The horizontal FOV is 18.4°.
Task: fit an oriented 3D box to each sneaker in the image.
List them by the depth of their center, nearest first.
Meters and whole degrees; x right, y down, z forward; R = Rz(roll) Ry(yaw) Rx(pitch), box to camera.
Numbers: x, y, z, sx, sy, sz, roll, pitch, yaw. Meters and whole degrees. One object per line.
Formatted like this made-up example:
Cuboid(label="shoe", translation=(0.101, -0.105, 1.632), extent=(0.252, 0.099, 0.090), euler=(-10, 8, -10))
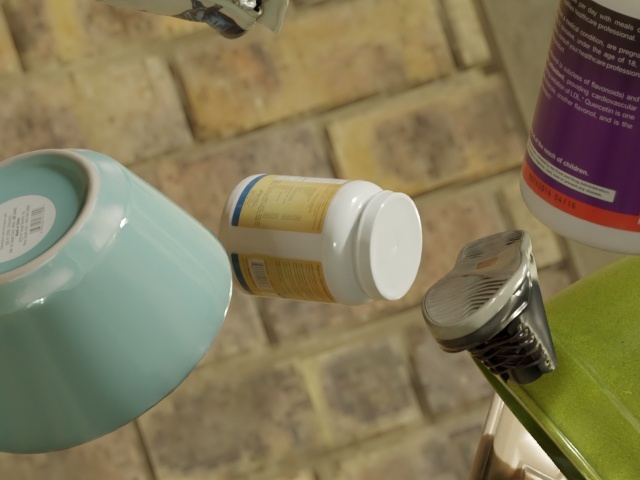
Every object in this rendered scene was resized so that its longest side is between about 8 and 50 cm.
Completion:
Cuboid(label="sneaker", translation=(0.149, 0.074, 1.601), extent=(0.083, 0.118, 0.222), euler=(-15, 11, 20))

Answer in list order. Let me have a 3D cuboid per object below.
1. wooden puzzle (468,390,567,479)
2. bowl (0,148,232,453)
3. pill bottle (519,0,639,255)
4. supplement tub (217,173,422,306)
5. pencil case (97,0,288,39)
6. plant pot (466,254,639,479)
Cuboid(label="wooden puzzle", translation=(0.321, 0.313, 2.305), extent=(0.080, 0.348, 0.322), euler=(-51, 11, 41))
Cuboid(label="bowl", translation=(-0.255, 0.030, 1.866), extent=(0.311, 0.163, 0.311), euler=(-15, 40, 13))
Cuboid(label="pill bottle", translation=(0.298, -0.161, 1.813), extent=(0.181, 0.323, 0.181), euler=(8, 28, -4))
Cuboid(label="supplement tub", translation=(0.000, 0.000, 2.255), extent=(0.199, 0.144, 0.144), euler=(5, 9, 30))
Cuboid(label="pencil case", translation=(-0.225, -0.297, 1.923), extent=(0.410, 0.160, 0.183), euler=(4, 23, -38))
Cuboid(label="plant pot", translation=(0.402, 0.139, 2.070), extent=(0.353, 0.366, 0.366), euler=(-40, -4, -1))
